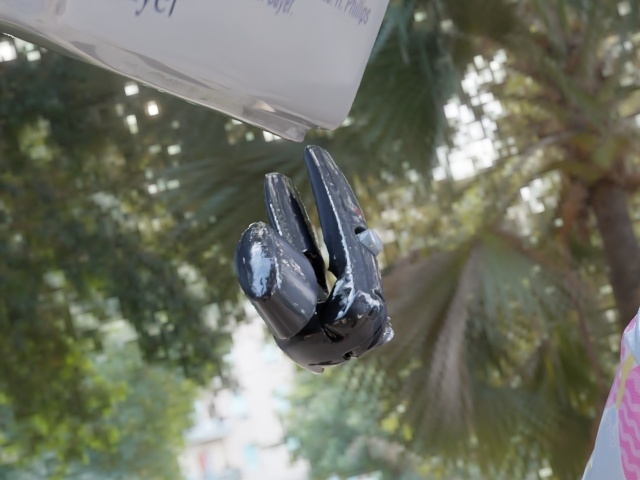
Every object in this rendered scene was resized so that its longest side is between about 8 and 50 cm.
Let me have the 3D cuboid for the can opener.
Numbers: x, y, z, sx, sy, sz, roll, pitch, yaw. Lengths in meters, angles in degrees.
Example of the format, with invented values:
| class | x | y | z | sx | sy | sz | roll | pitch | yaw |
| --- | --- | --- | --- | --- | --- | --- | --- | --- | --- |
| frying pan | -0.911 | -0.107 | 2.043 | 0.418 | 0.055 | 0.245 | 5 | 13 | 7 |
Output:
| class | x | y | z | sx | sy | sz | roll | pitch | yaw |
| --- | --- | --- | --- | --- | --- | --- | --- | --- | --- |
| can opener | 0.000 | 0.000 | 0.735 | 0.059 | 0.073 | 0.186 | -24 | 24 | 11 |

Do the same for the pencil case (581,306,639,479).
| class | x | y | z | sx | sy | sz | roll | pitch | yaw |
| --- | --- | --- | --- | --- | --- | --- | --- | --- | --- |
| pencil case | 0.176 | 0.135 | 0.707 | 0.113 | 0.124 | 0.273 | -11 | -43 | -19 |

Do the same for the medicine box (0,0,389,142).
| class | x | y | z | sx | sy | sz | roll | pitch | yaw |
| --- | --- | --- | --- | --- | --- | --- | --- | --- | --- |
| medicine box | -0.083 | -0.209 | 0.408 | 0.263 | 0.289 | 0.149 | 23 | 4 | 25 |
